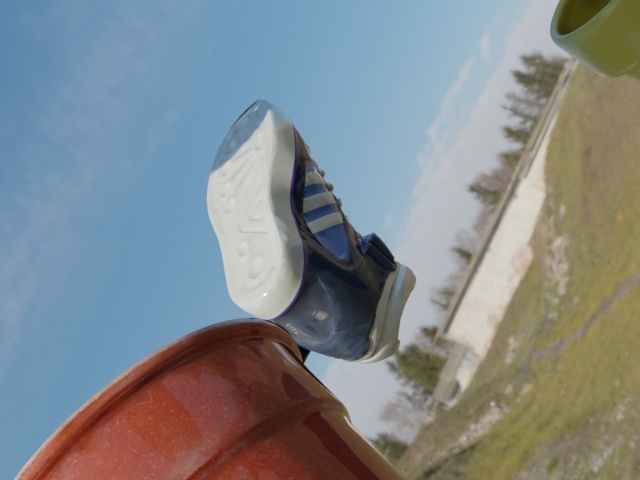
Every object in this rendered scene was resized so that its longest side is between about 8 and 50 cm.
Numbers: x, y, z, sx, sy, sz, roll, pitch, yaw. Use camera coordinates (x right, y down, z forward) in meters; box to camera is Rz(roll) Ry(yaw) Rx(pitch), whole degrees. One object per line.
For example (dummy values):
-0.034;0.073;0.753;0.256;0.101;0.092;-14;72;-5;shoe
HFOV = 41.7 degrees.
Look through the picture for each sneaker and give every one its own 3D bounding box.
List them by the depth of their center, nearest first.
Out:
0.000;0.000;0.982;0.130;0.236;0.323;-40;39;27;sneaker

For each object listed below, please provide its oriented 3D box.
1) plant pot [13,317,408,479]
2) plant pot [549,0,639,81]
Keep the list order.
-0.014;0.231;0.477;0.272;0.265;0.272;-38;-31;-28;plant pot
0.439;-0.270;0.967;0.254;0.239;0.254;-55;8;12;plant pot
